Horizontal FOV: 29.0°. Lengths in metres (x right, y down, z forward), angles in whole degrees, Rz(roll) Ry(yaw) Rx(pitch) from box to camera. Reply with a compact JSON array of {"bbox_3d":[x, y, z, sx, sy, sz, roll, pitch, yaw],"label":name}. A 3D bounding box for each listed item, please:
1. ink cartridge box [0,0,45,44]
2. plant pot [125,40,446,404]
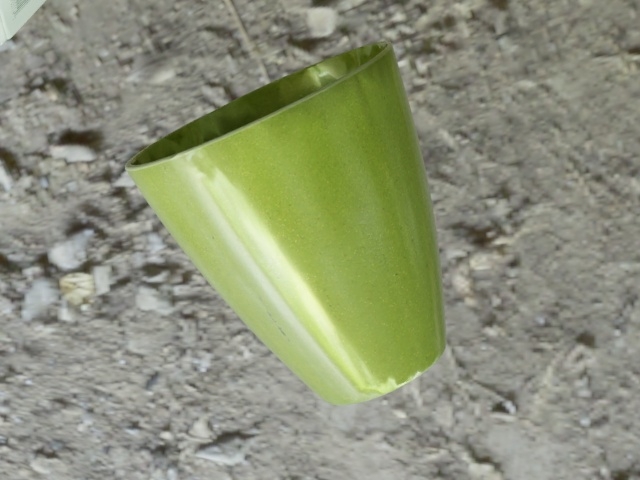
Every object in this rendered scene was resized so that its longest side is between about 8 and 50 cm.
[{"bbox_3d":[-0.235,-0.334,0.781,0.309,0.130,0.272,39,75,-3],"label":"ink cartridge box"},{"bbox_3d":[0.000,0.000,1.189,0.275,0.275,0.293,-32,104,-28],"label":"plant pot"}]
